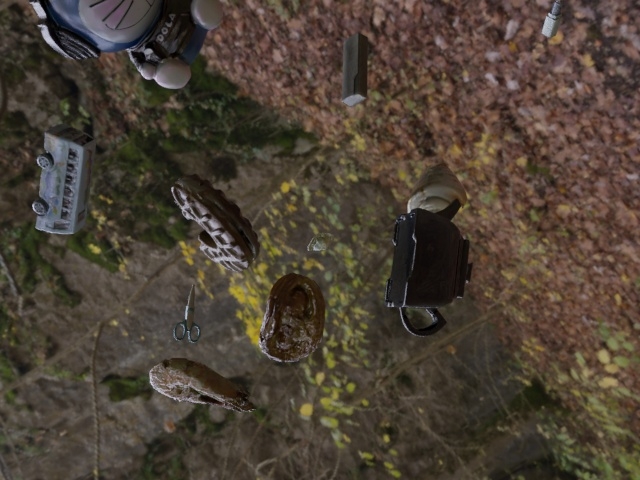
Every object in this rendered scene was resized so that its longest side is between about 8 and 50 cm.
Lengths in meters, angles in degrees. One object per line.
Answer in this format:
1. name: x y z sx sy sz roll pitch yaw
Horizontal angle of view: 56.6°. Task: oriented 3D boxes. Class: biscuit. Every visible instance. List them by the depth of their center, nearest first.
1. biscuit: -0.309 -0.038 1.839 0.268 0.115 0.366 28 154 30

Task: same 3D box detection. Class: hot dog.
1. hot dog: -0.077 0.221 1.625 0.114 0.175 0.259 -109 27 -63

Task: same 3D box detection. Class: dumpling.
1. dumpling: 0.000 -0.001 1.647 0.059 0.077 0.043 75 -171 -53

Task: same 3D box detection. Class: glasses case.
1. glasses case: 0.098 -0.492 1.711 0.047 0.070 0.205 17 -113 -36

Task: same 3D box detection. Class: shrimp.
1. shrimp: -0.291 0.377 1.494 0.294 0.154 0.062 30 -146 -19

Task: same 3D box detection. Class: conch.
1. conch: 0.303 -0.135 1.634 0.127 0.158 0.255 33 -146 -33

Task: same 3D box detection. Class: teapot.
1. teapot: 0.142 0.031 0.738 0.087 0.096 0.177 153 127 -78

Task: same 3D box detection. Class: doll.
1. doll: -0.370 -0.448 1.100 0.240 0.284 0.309 23 180 44

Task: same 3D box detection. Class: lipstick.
1. lipstick: 0.492 -0.480 1.242 0.025 0.025 0.107 47 154 33

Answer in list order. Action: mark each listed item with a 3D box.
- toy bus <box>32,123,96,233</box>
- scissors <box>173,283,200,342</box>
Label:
1. toy bus: -0.760 -0.171 1.768 0.135 0.330 0.109 20 -152 -1
2. scissors: -0.269 0.148 1.221 0.014 0.058 0.119 -19 63 53
